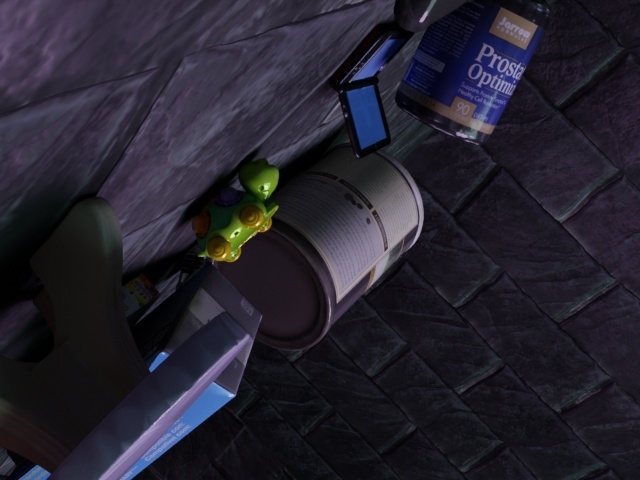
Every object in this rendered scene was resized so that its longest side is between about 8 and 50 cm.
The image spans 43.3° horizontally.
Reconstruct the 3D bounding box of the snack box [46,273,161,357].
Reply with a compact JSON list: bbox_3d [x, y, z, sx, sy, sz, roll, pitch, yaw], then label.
[{"bbox_3d":[-0.251,0.105,0.906,0.141,0.037,0.100,-45,177,38],"label":"snack box"}]

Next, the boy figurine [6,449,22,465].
[{"bbox_3d":[-0.333,0.250,1.241,0.285,0.092,0.177,-41,175,-46],"label":"boy figurine"}]

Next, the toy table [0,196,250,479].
[{"bbox_3d":[-0.199,0.112,0.614,0.274,0.161,0.252,-45,176,6],"label":"toy table"}]

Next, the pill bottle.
[{"bbox_3d":[0.182,-0.230,0.912,0.219,0.122,0.123,-65,170,18],"label":"pill bottle"}]

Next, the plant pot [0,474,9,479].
[{"bbox_3d":[-0.375,0.387,0.835,0.248,0.252,0.247,-48,-147,-5],"label":"plant pot"}]

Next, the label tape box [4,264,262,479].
[{"bbox_3d":[-0.205,0.184,0.911,0.240,0.106,0.334,-40,-169,14],"label":"label tape box"}]

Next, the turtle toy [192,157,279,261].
[{"bbox_3d":[-0.091,-0.031,0.885,0.130,0.066,0.095,-44,176,0],"label":"turtle toy"}]

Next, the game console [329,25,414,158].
[{"bbox_3d":[0.075,-0.174,0.929,0.124,0.085,0.144,-45,176,24],"label":"game console"}]

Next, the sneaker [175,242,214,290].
[{"bbox_3d":[-0.167,0.031,1.065,0.109,0.040,0.044,123,-20,-44],"label":"sneaker"}]

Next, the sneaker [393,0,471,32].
[{"bbox_3d":[0.187,-0.273,0.716,0.286,0.130,0.109,-42,178,-7],"label":"sneaker"}]

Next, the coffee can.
[{"bbox_3d":[0.000,0.000,1.162,0.275,0.201,0.201,-40,175,-45],"label":"coffee can"}]
